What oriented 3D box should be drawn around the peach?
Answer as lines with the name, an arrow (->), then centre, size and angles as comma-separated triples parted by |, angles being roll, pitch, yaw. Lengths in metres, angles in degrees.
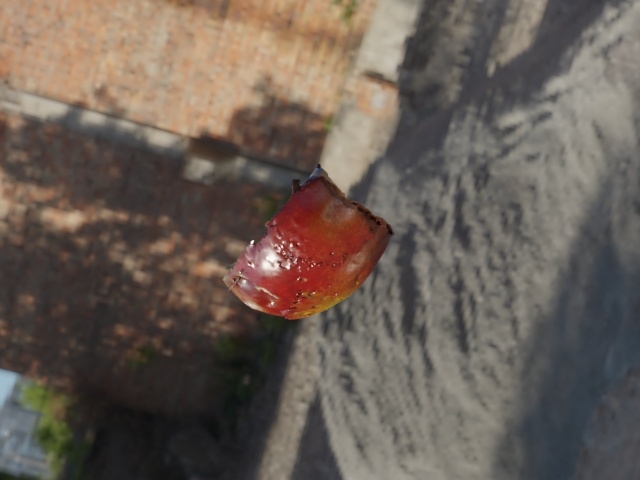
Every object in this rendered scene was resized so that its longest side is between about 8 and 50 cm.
peach -> 0.000, 0.000, 0.581 | 0.077, 0.050, 0.083 | -43, -7, -47
